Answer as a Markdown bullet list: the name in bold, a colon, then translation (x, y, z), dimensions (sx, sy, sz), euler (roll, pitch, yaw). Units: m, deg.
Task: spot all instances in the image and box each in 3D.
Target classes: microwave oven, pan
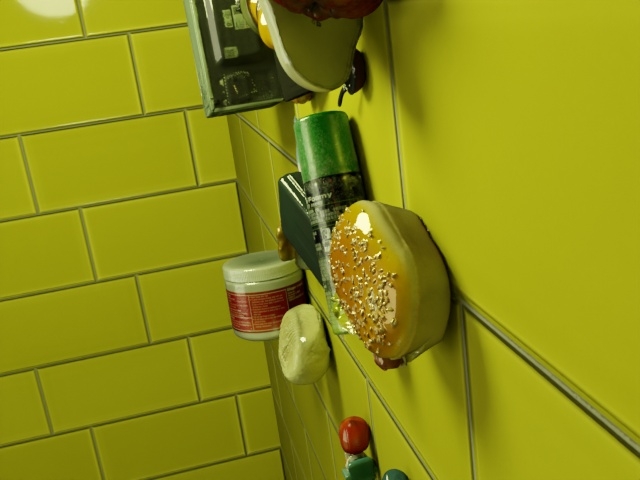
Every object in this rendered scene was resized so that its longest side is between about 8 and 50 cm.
- **microwave oven**: translation (-0.186, -0.431, 1.657), dimensions (0.237, 0.181, 0.295), euler (-159, 58, -76)
- **pan**: translation (0.043, -0.226, 1.067), dimensions (0.115, 0.023, 0.068), euler (108, 149, -64)

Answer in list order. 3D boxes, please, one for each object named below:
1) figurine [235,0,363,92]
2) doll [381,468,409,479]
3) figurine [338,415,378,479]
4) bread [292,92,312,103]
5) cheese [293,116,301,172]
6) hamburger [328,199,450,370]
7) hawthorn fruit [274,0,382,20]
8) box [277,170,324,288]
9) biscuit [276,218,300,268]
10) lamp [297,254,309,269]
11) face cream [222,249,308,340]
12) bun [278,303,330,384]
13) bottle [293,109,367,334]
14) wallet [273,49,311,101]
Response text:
- **figurine**: translation (-0.052, -0.278, 0.976), dimensions (0.141, 0.166, 0.250), euler (-24, 54, 43)
- **doll**: translation (0.126, 0.409, 1.212), dimensions (0.076, 0.050, 0.083), euler (64, -177, -49)
- **figurine**: translation (0.068, 0.404, 1.465), dimensions (0.075, 0.068, 0.140), euler (-136, 35, -77)
- **bread**: translation (-0.039, -0.290, 1.389), dimensions (0.083, 0.046, 0.081), euler (-130, 28, -67)
- **cheese**: translation (-0.015, -0.147, 1.390), dimensions (0.245, 0.052, 0.135), euler (-124, 26, -65)
- **hamburger**: translation (0.077, 0.051, 0.920), dimensions (0.210, 0.116, 0.173), euler (-112, 18, -46)
- **hawthorn fruit**: translation (0.014, -0.349, 0.833), dimensions (0.162, 0.162, 0.203), euler (-157, 75, -78)
- **box**: translation (0.000, 0.000, 1.314), dimensions (0.230, 0.050, 0.160), euler (52, 157, 33)
- **biscuit**: translation (-0.055, 0.004, 1.630), dimensions (0.183, 0.039, 0.174), euler (-64, -25, -60)
- **lamp**: translation (0.009, 0.100, 1.527), dimensions (0.198, 0.056, 0.050), euler (-115, 20, -43)
- **face cream**: translation (-0.136, 0.137, 1.919), dimensions (0.201, 0.201, 0.187), euler (-141, 41, -74)
- **bun**: translation (-0.031, 0.241, 1.751), dimensions (0.188, 0.111, 0.164), euler (-109, 30, -50)
- **bottle**: translation (0.031, -0.027, 1.149), dimensions (0.093, 0.093, 0.330), euler (154, 105, -79)
- **wallet**: translation (-0.052, -0.371, 1.309), dimensions (0.124, 0.025, 0.244), euler (-6, 95, 56)
